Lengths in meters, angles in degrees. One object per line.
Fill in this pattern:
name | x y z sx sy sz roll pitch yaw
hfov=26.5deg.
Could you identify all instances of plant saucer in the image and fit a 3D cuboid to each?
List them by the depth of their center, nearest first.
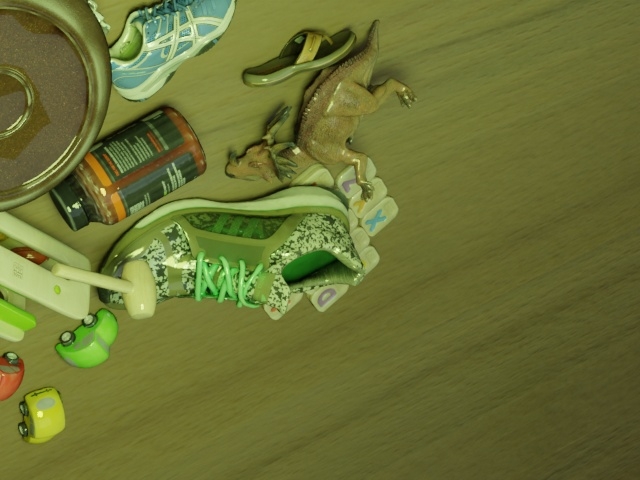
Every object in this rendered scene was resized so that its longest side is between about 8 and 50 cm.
plant saucer | -0.371 -0.160 1.528 0.311 0.050 0.310 -17 124 -26

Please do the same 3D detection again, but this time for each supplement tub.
supplement tub | -0.257 -0.089 1.792 0.198 0.106 0.106 -31 139 -17

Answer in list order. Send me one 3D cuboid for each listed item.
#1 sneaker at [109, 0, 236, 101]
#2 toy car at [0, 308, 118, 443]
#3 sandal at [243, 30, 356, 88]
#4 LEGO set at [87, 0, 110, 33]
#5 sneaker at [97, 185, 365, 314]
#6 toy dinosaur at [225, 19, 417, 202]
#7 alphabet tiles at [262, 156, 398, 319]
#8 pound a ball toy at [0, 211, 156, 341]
sneaker | -0.189 -0.268 1.715 0.211 0.080 0.081 -47 144 0
toy car | -0.380 0.189 1.965 0.225 0.053 0.239 -39 142 -8
sandal | -0.028 -0.261 1.883 0.180 0.072 0.049 -23 115 -19
LEGO set | -0.362 -0.176 1.660 0.287 0.107 0.132 -44 107 5
sneaker | -0.113 0.035 1.952 0.410 0.182 0.158 -15 130 -21
toy dinosaur | 0.007 -0.181 1.937 0.200 0.127 0.295 16 107 -40
alphabet tiles | 0.000 0.000 2.162 0.278 0.021 0.284 -40 141 -6
pound a ball toy | -0.380 0.014 1.724 0.208 0.135 0.319 -19 150 26
